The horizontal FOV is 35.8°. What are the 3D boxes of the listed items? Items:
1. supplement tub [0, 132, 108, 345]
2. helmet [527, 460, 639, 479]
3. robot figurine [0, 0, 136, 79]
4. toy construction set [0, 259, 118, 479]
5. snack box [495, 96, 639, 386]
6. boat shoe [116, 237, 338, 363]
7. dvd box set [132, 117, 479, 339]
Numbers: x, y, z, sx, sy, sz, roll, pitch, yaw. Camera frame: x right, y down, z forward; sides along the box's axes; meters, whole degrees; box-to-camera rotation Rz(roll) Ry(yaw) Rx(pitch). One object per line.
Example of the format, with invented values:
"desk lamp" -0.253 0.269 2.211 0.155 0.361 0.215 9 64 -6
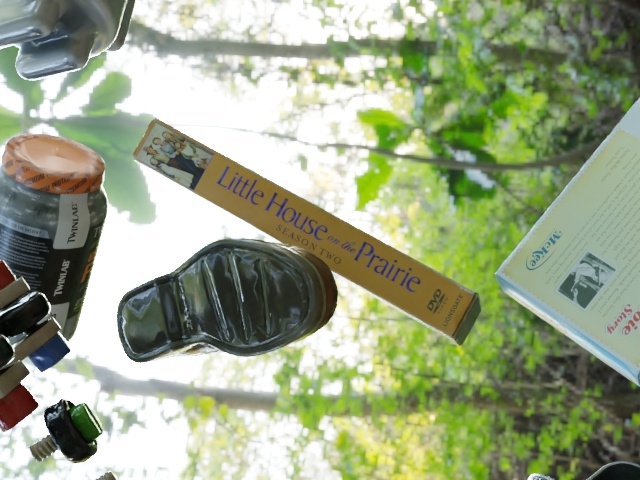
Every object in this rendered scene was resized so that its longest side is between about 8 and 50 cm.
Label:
"supplement tub" -0.448 0.005 1.558 0.193 0.193 0.316 -53 -14 -64
"helmet" 0.294 0.327 1.080 0.169 0.161 0.169 162 90 -86
"robot figurine" -0.362 -0.399 1.395 0.300 0.199 0.353 52 -140 -52
"toy construction set" -0.363 0.107 0.822 0.309 0.237 0.257 60 176 -34
"snack box" 0.358 -0.027 1.041 0.322 0.187 0.060 -50 -34 -4
"boat shoe" -0.079 0.056 0.970 0.104 0.307 0.111 -5 -93 -43
"dvd box set" 0.000 0.000 1.223 0.062 0.420 0.307 -61 -11 -2
